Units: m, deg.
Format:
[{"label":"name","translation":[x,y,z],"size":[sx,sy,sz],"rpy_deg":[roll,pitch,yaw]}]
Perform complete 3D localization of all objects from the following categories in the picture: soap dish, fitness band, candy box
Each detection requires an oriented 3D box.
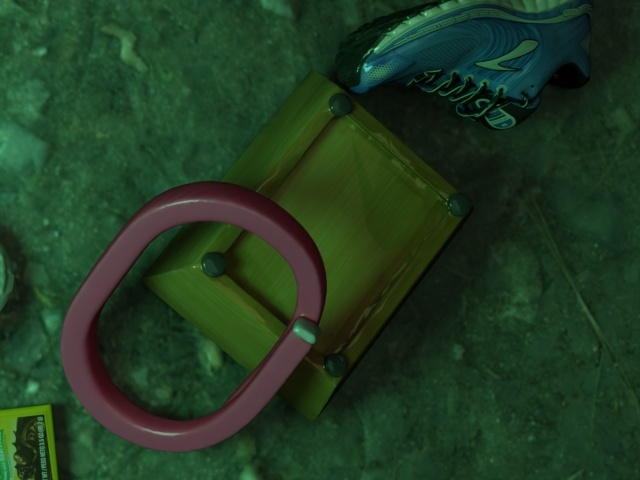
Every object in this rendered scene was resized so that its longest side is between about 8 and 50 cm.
[{"label":"soap dish","translation":[0.000,0.000,1.603],"size":[0.229,0.118,0.291],"rpy_deg":[41,72,-9]},{"label":"fitness band","translation":[-0.122,0.077,1.498],"size":[0.209,0.054,0.291],"rpy_deg":[35,117,-7]},{"label":"candy box","translation":[-0.300,0.264,1.520],"size":[0.105,0.027,0.205],"rpy_deg":[-5,85,-15]}]

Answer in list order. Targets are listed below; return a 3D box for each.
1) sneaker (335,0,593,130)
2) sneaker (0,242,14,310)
[{"label":"sneaker","translation":[0.166,-0.185,1.662],"size":[0.330,0.130,0.147],"rpy_deg":[-13,94,-31]},{"label":"sneaker","translation":[-0.430,0.085,1.459],"size":[0.321,0.127,0.126],"rpy_deg":[-36,102,-43]}]
